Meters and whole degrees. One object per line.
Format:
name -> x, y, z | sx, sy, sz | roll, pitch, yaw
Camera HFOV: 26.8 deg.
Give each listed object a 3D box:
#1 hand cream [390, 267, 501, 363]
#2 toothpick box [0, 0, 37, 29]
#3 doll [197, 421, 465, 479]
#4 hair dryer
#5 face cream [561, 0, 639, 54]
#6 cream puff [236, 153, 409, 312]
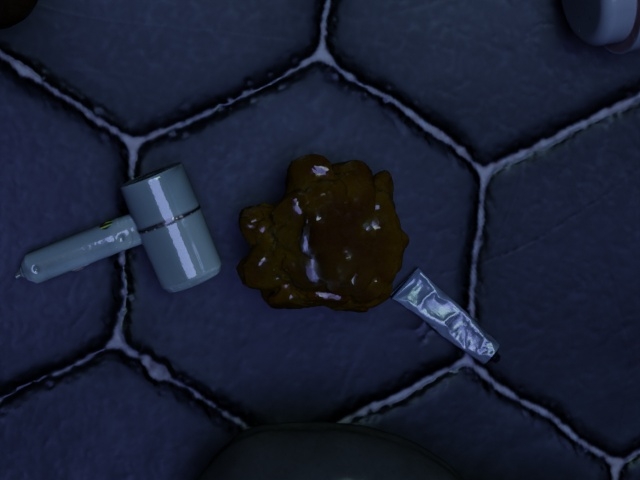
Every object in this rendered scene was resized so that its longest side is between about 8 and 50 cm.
hand cream -> 0.095, 0.059, 0.983 | 0.093, 0.019, 0.030 | 40, 93, -4
toothpick box -> -0.214, -0.262, 0.799 | 0.192, 0.192, 0.294 | 30, 99, -10
doll -> 0.066, 0.334, 0.945 | 0.378, 0.252, 0.382 | 23, 92, 22
hair dryer -> -0.145, 0.007, 0.931 | 0.137, 0.047, 0.082 | -20, 100, 2
face cream -> 0.221, -0.177, 0.927 | 0.095, 0.091, 0.091 | -12, 99, -13
cream puff -> 0.000, 0.000, 0.926 | 0.122, 0.094, 0.116 | -44, 105, -23
